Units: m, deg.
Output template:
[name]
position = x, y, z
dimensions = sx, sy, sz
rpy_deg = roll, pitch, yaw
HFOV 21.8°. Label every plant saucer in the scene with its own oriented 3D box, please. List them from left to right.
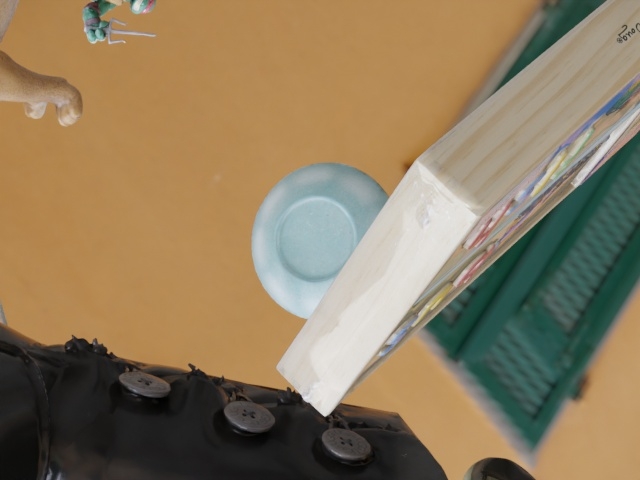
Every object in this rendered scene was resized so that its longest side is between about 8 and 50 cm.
[plant saucer]
position = 0.000, 0.000, 2.007
dimensions = 0.195, 0.195, 0.037
rpy_deg = 27, -175, 20

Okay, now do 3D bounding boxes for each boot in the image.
[boot]
position = -0.114, 0.196, 1.184
dimensions = 0.445, 0.367, 0.146
rpy_deg = 21, 116, -18

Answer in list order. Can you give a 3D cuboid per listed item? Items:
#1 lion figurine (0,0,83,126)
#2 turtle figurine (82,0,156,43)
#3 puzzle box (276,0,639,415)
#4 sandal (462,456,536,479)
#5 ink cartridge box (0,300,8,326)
[lion figurine]
position = -0.304, -0.225, 1.454
dimensions = 0.240, 0.392, 0.142
rpy_deg = 13, -174, -37
[turtle figurine]
position = -0.289, -0.351, 2.235
dimensions = 0.234, 0.175, 0.118
rpy_deg = 24, 176, -30
[puzzle box]
position = 0.154, -0.065, 1.140
dimensions = 0.052, 0.409, 0.272
rpy_deg = 45, 145, 9
[sandal]
position = 0.223, 0.324, 1.609
dimensions = 0.086, 0.120, 0.303
rpy_deg = -34, 111, 25
[ink cartridge box]
position = -0.434, 0.038, 1.750
dimensions = 0.092, 0.158, 0.218
rpy_deg = -68, -35, -77
